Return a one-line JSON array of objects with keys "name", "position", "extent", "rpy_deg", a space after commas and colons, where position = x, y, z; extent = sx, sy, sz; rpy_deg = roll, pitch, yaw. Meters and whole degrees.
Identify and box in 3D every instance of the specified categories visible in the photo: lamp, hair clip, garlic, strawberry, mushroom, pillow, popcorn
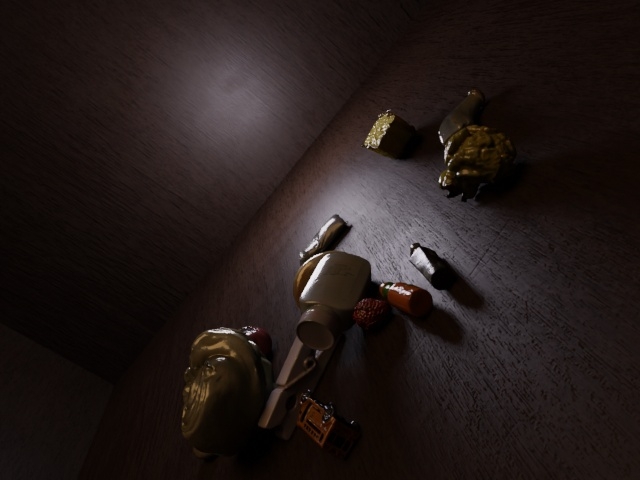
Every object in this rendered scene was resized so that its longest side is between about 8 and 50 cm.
[{"name": "lamp", "position": [-0.255, 0.374, 1.743], "extent": [0.182, 0.140, 0.182], "rpy_deg": [-10, 4, 1]}, {"name": "hair clip", "position": [-0.056, 0.365, 1.373], "extent": [0.085, 0.101, 0.331], "rpy_deg": [-11, 47, 58]}, {"name": "garlic", "position": [0.009, 0.126, 1.634], "extent": [0.245, 0.145, 0.164], "rpy_deg": [-52, 50, -1]}, {"name": "strawberry", "position": [0.133, 0.183, 1.282], "extent": [0.096, 0.083, 0.083], "rpy_deg": [-34, 25, 28]}, {"name": "mushroom", "position": [0.428, -0.364, 1.532], "extent": [0.118, 0.103, 0.270], "rpy_deg": [-34, 21, 45]}, {"name": "pillow", "position": [0.000, 0.000, 1.952], "extent": [0.255, 0.059, 0.169], "rpy_deg": [-52, 16, 6]}, {"name": "popcorn", "position": [0.387, -0.190, 1.250], "extent": [0.195, 0.168, 0.173], "rpy_deg": [87, -170, -56]}, {"name": "garlic", "position": [-0.368, 0.659, 1.617], "extent": [0.084, 0.066, 0.152], "rpy_deg": [-57, 17, -20]}]

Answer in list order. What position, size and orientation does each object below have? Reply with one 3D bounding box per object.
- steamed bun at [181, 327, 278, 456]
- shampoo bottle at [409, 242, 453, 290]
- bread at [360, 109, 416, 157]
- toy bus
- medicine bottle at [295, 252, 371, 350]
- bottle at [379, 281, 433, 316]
[{"name": "steamed bun", "position": [-0.236, 0.421, 1.433], "extent": [0.247, 0.352, 0.339], "rpy_deg": [-7, 57, 8]}, {"name": "shampoo bottle", "position": [0.260, 0.057, 1.232], "extent": [0.063, 0.057, 0.208], "rpy_deg": [-57, 16, 12]}, {"name": "bread", "position": [0.267, -0.384, 1.889], "extent": [0.160, 0.147, 0.260], "rpy_deg": [-61, 14, 2]}, {"name": "toy bus", "position": [0.006, 0.413, 1.147], "extent": [0.088, 0.083, 0.194], "rpy_deg": [-58, 20, -12]}, {"name": "medicine bottle", "position": [0.035, 0.159, 1.378], "extent": [0.161, 0.111, 0.296], "rpy_deg": [7, 35, 17]}, {"name": "bottle", "position": [0.197, 0.133, 1.224], "extent": [0.069, 0.069, 0.187], "rpy_deg": [-55, 20, -7]}]
